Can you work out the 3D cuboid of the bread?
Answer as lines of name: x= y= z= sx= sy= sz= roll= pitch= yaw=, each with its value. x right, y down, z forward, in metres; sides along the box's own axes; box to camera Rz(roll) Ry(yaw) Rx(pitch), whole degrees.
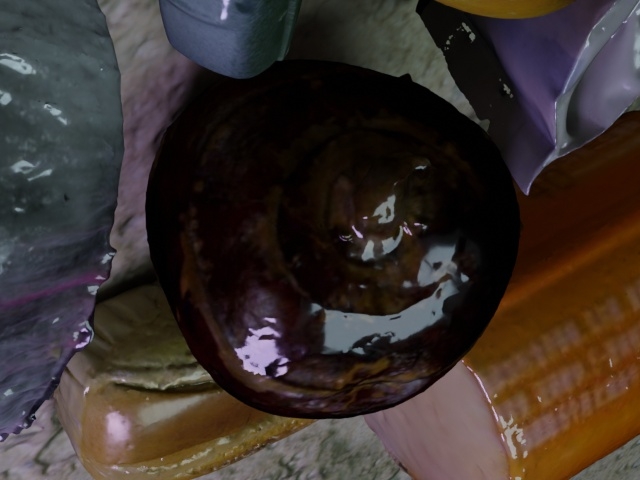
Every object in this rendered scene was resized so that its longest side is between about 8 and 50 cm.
bread: x=-0.068 y=0.086 z=1.048 sx=0.236 sy=0.106 sz=0.140 roll=-21 pitch=143 yaw=-31

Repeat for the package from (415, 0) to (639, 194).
package: x=0.148 y=-0.179 z=0.846 sx=0.062 sy=0.204 sz=0.251 roll=13 pitch=123 yaw=-27

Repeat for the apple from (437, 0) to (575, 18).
apple: x=0.090 y=-0.186 z=0.721 sx=0.146 sy=0.147 sz=0.163 roll=-42 pitch=174 yaw=-30

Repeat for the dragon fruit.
dragon fruit: x=-0.228 y=-0.020 z=0.626 sx=0.221 sy=0.204 sz=0.283 roll=2 pitch=129 yaw=-49

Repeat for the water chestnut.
water chestnut: x=0.000 y=0.000 z=0.917 sx=0.224 sy=0.238 sz=0.223 roll=-3 pitch=100 yaw=-18

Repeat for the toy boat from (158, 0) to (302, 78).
toy boat: x=-0.028 y=-0.180 z=0.630 sx=0.085 sy=0.078 sz=0.260 roll=-51 pitch=161 yaw=-35

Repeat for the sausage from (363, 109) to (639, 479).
sausage: x=0.178 y=0.056 z=1.166 sx=0.287 sy=0.233 sz=0.233 roll=-26 pitch=147 yaw=-23
